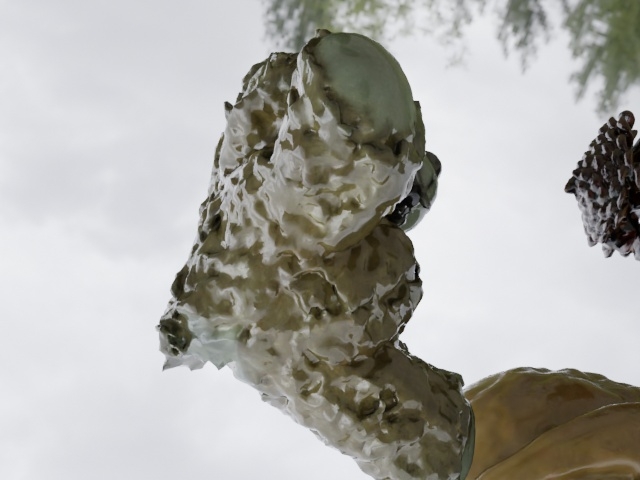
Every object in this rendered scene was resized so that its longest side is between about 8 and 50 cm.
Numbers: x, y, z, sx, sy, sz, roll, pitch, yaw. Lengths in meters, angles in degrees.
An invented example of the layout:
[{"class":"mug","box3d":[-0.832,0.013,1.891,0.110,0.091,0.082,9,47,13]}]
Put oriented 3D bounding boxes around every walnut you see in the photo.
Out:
[{"class":"walnut","box3d":[0.165,0.193,0.818,0.257,0.257,0.224,-3,-138,-24]}]

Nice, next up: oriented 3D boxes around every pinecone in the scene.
[{"class":"pinecone","box3d":[0.218,-0.036,0.843,0.109,0.102,0.102,-1,-140,-35]}]

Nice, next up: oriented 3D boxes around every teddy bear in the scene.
[{"class":"teddy bear","box3d":[0.000,0.000,0.727,0.156,0.267,0.256,-9,-161,10]}]
